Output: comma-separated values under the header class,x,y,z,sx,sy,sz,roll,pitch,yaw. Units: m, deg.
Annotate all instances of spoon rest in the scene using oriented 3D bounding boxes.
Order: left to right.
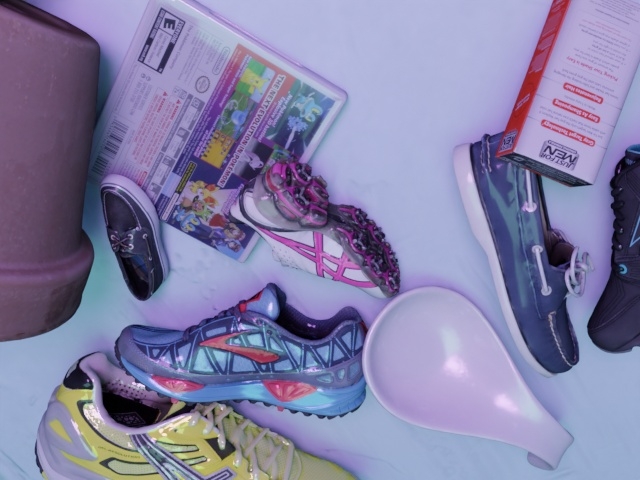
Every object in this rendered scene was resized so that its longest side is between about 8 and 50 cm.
class,x,y,z,sx,sy,sz,roll,pitch,yaw
spoon rest,0.161,0.153,0.686,0.276,0.084,0.137,36,82,-18

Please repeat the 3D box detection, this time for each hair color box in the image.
class,x,y,z,sx,sy,sz,roll,pitch,yaw
hair color box,0.198,-0.120,0.524,0.072,0.043,0.141,21,89,-6

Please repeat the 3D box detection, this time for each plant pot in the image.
class,x,y,z,sx,sy,sz,roll,pitch,yaw
plant pot,-0.283,-0.080,0.532,0.263,0.263,0.229,25,102,-9

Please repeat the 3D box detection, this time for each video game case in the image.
class,x,y,z,sx,sy,sz,roll,pitch,yaw
video game case,-0.104,-0.096,0.614,0.183,0.023,0.201,29,117,-11

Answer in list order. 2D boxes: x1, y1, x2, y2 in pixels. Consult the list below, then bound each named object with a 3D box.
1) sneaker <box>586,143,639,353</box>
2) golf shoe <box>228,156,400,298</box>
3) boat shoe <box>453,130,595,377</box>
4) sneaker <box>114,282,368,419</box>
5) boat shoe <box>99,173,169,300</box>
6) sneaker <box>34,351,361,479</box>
class,x,y,z,sx,sy,sz,roll,pitch,yaw
sneaker,0.295,-0.023,0.590,0.106,0.101,0.267,25,113,6
golf shoe,0.000,0.000,0.631,0.086,0.067,0.186,-31,123,33
boat shoe,0.199,0.016,0.612,0.079,0.095,0.254,-16,108,27
sneaker,-0.076,0.097,0.694,0.262,0.104,0.125,7,106,-6
boat shoe,-0.180,0.001,0.648,0.049,0.040,0.142,4,134,15
sneaker,-0.122,0.243,0.741,0.384,0.145,0.147,17,120,-6
